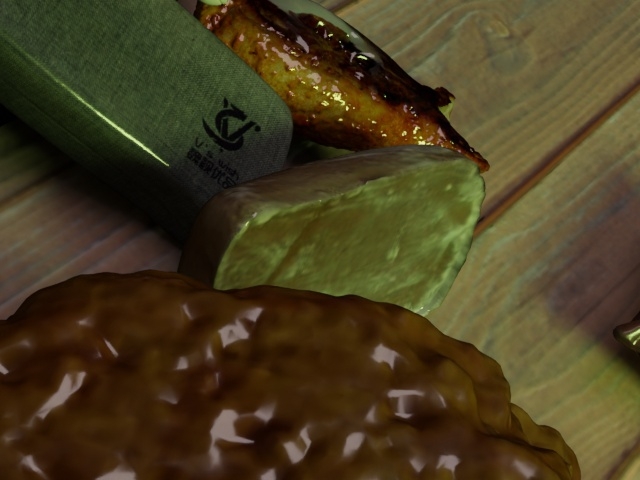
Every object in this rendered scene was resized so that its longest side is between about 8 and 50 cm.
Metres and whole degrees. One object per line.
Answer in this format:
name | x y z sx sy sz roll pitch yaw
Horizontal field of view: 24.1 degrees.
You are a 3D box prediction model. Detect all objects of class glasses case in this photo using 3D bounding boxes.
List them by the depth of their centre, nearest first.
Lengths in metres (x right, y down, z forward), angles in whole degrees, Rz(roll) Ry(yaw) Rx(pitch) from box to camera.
glasses case | -0.159 -0.130 1.041 0.323 0.074 0.131 40 56 -25

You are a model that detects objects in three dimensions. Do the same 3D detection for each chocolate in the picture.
chocolate | -0.001 0.001 1.057 0.254 0.157 0.080 -15 44 -40

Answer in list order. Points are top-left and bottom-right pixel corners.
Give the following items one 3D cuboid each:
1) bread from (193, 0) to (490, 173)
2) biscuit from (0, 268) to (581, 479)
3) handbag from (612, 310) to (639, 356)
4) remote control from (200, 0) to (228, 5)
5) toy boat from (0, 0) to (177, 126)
bread | 0.014 -0.119 1.207 0.269 0.095 0.139 28 30 -29
biscuit | -0.060 0.202 0.675 0.343 0.166 0.395 11 52 6
handbag | 0.362 0.087 1.213 0.235 0.127 0.213 40 42 1
remote control | -0.120 -0.280 1.197 0.055 0.109 0.313 -20 28 4
toy boat | -0.243 -0.158 1.088 0.299 0.092 0.134 -37 108 -39
